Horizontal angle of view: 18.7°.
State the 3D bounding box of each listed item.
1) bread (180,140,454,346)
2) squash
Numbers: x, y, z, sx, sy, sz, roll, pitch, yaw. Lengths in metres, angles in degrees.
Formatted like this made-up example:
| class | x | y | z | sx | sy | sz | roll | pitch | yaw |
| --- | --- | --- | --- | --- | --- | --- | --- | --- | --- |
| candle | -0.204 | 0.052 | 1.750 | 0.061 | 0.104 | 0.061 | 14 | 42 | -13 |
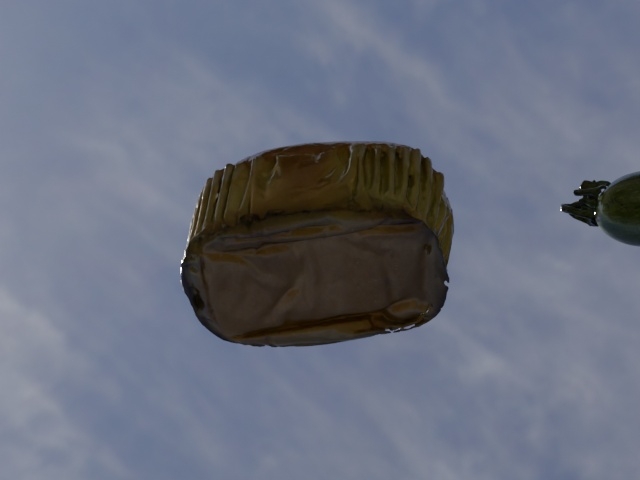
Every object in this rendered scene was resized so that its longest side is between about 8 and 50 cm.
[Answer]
| class | x | y | z | sx | sy | sz | roll | pitch | yaw |
| --- | --- | --- | --- | --- | --- | --- | --- | --- | --- |
| bread | 0.000 | 0.000 | 1.399 | 0.190 | 0.132 | 0.114 | -3 | -145 | 8 |
| squash | 0.329 | -0.043 | 1.459 | 0.318 | 0.080 | 0.071 | -18 | -116 | 37 |
